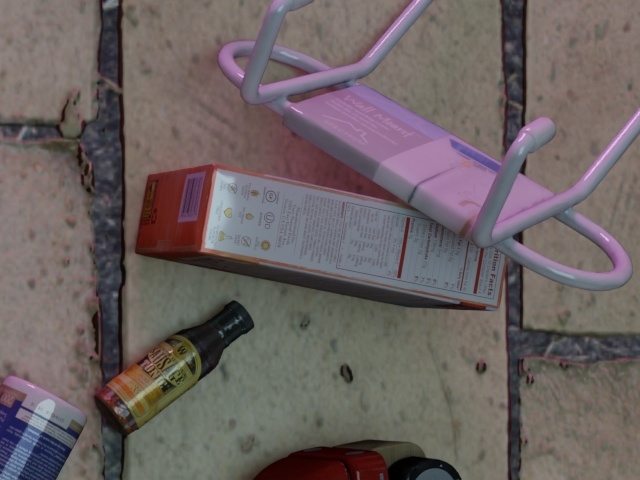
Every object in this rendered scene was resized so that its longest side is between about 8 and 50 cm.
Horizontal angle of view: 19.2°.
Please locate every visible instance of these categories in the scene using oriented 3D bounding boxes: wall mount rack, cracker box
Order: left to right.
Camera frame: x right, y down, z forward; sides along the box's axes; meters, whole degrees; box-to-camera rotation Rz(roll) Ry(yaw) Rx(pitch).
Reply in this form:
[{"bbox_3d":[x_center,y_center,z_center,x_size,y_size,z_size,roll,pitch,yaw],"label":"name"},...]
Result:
[{"bbox_3d":[0.000,0.000,1.372,0.232,0.156,0.067,12,84,-22],"label":"cracker box"},{"bbox_3d":[0.113,-0.113,1.373,0.304,0.350,0.130,-24,142,-56],"label":"wall mount rack"}]

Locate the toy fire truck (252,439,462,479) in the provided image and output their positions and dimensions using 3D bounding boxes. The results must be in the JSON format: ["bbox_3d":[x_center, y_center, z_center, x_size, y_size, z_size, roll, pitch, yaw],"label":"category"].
[{"bbox_3d":[-0.031,0.267,1.373,0.246,0.158,0.217,-7,92,-32],"label":"toy fire truck"}]

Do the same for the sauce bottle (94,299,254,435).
[{"bbox_3d":[-0.105,0.090,1.389,0.128,0.042,0.042,-40,103,-19],"label":"sauce bottle"}]

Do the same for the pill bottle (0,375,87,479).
[{"bbox_3d":[-0.219,0.161,1.327,0.067,0.067,0.120,32,77,-18],"label":"pill bottle"}]
